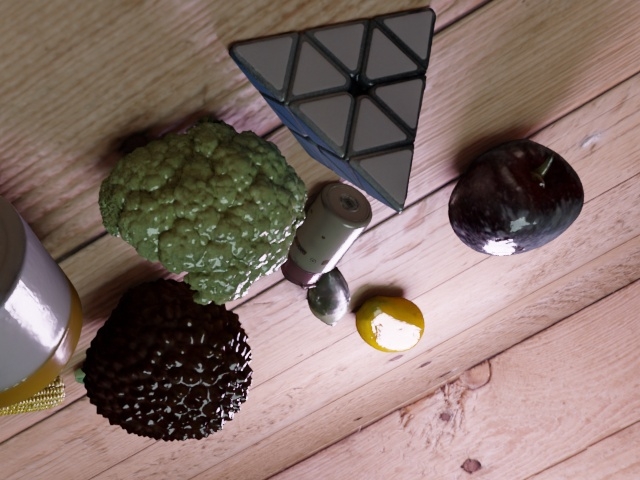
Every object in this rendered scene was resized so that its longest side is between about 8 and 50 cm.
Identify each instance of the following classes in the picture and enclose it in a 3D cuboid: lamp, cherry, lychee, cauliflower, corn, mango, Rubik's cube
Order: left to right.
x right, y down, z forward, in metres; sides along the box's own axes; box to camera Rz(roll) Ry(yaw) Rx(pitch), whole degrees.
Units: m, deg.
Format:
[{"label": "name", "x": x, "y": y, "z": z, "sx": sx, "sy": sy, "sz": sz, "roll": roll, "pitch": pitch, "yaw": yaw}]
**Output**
[{"label": "corn", "x": -0.623, "y": 0.301, "z": 1.368, "sx": 0.248, "sy": 0.081, "sz": 0.081, "roll": 4, "pitch": 141, "yaw": -45}, {"label": "lychee", "x": -0.279, "y": 0.221, "z": 1.301, "sx": 0.306, "sy": 0.330, "sz": 0.306, "roll": -47, "pitch": 156, "yaw": -29}, {"label": "cauliflower", "x": -0.169, "y": -0.048, "z": 1.047, "sx": 0.272, "sy": 0.275, "sz": 0.250, "roll": -47, "pitch": -158, "yaw": -24}, {"label": "lamp", "x": 0.019, "y": 0.123, "z": 1.591, "sx": 0.101, "sy": 0.101, "sz": 0.250, "roll": -20, "pitch": 149, "yaw": -12}, {"label": "Rubik's cube", "x": 0.034, "y": -0.191, "z": 1.000, "sx": 0.228, "sy": 0.229, "sz": 0.233, "roll": 3, "pitch": -153, "yaw": 22}, {"label": "mango", "x": 0.187, "y": 0.223, "z": 1.898, "sx": 0.176, "sy": 0.119, "sz": 0.317, "roll": -25, "pitch": 150, "yaw": 17}, {"label": "cherry", "x": 0.390, "y": -0.083, "z": 1.421, "sx": 0.254, "sy": 0.218, "sz": 0.296, "roll": -17, "pitch": 166, "yaw": -24}]

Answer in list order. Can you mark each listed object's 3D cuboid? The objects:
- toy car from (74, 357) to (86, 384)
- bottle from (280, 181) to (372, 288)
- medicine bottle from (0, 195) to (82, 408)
[{"label": "toy car", "x": -0.433, "y": 0.271, "z": 1.507, "sx": 0.186, "sy": 0.058, "sz": 0.093, "roll": -23, "pitch": 155, "yaw": -6}, {"label": "bottle", "x": 0.000, "y": 0.000, "z": 1.344, "sx": 0.109, "sy": 0.110, "sz": 0.233, "roll": -5, "pitch": 147, "yaw": -35}, {"label": "medicine bottle", "x": -0.467, "y": 0.078, "z": 0.933, "sx": 0.237, "sy": 0.238, "sz": 0.232, "roll": -20, "pitch": 151, "yaw": -11}]
